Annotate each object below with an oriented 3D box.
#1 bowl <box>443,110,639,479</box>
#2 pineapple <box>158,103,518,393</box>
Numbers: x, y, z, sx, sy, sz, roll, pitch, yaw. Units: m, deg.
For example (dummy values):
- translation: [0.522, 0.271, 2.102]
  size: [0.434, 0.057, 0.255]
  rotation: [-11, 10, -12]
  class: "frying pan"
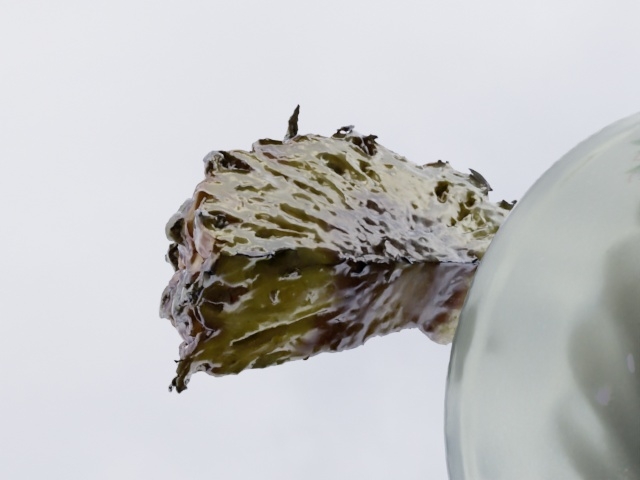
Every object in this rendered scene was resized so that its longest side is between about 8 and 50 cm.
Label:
- translation: [0.205, 0.077, 0.801]
  size: [0.277, 0.145, 0.277]
  rotation: [-2, -85, -27]
  class: "bowl"
- translation: [0.000, -0.001, 0.908]
  size: [0.233, 0.135, 0.079]
  rotation: [-3, -50, -37]
  class: "pineapple"
